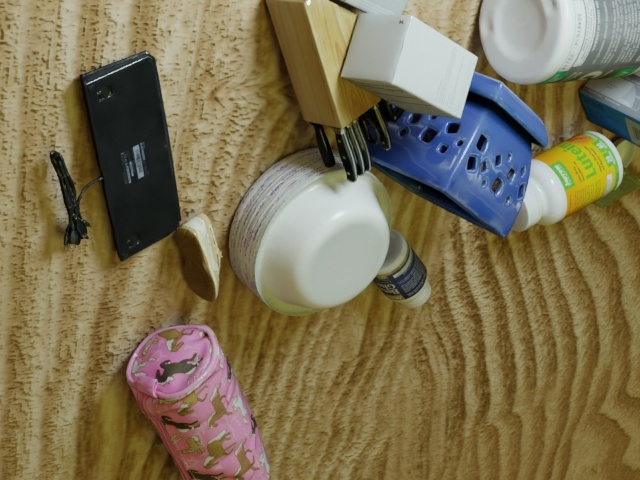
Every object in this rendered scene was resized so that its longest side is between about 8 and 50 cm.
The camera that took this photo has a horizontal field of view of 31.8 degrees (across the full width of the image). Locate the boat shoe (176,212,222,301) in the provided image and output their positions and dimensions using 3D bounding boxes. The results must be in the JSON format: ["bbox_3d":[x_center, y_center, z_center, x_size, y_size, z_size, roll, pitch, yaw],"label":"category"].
[{"bbox_3d":[-0.183,0.027,1.795,0.059,0.063,0.170,-53,152,-36],"label":"boat shoe"}]

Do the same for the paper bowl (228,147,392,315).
[{"bbox_3d":[0.000,0.000,1.876,0.284,0.148,0.284,-24,134,-27],"label":"paper bowl"}]

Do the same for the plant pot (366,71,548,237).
[{"bbox_3d":[0.232,-0.169,1.903,0.236,0.236,0.212,28,91,-49],"label":"plant pot"}]

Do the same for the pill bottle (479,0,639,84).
[{"bbox_3d":[0.470,-0.383,1.969,0.361,0.204,0.204,-10,125,-36],"label":"pill bottle"}]

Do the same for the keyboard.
[{"bbox_3d":[-0.302,-0.102,1.616,0.201,0.033,0.317,-31,135,-31],"label":"keyboard"}]

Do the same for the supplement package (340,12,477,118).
[{"bbox_3d":[0.135,-0.261,1.687,0.179,0.105,0.105,19,87,-48],"label":"supplement package"}]

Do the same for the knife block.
[{"bbox_3d":[0.012,-0.226,1.713,0.276,0.088,0.242,15,91,-48],"label":"knife block"}]

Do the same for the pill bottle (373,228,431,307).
[{"bbox_3d":[0.144,0.058,2.086,0.094,0.094,0.169,-46,139,-5],"label":"pill bottle"}]

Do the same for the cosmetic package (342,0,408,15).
[{"bbox_3d":[0.100,-0.455,1.664,0.127,0.107,0.238,16,105,-47],"label":"cosmetic package"}]

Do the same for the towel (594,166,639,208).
[{"bbox_3d":[0.617,-0.120,2.405,0.110,0.027,0.148,-35,146,26],"label":"towel"}]

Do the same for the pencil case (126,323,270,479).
[{"bbox_3d":[-0.203,0.309,1.917,0.160,0.167,0.386,-11,134,5],"label":"pencil case"}]

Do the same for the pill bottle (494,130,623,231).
[{"bbox_3d":[0.465,-0.112,2.217,0.246,0.136,0.136,-27,134,-25],"label":"pill bottle"}]

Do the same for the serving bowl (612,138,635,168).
[{"bbox_3d":[0.635,-0.184,2.400,0.083,0.027,0.083,-23,132,-28],"label":"serving bowl"}]

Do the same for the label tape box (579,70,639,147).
[{"bbox_3d":[0.713,-0.329,2.202,0.334,0.240,0.106,-44,137,-9],"label":"label tape box"}]
